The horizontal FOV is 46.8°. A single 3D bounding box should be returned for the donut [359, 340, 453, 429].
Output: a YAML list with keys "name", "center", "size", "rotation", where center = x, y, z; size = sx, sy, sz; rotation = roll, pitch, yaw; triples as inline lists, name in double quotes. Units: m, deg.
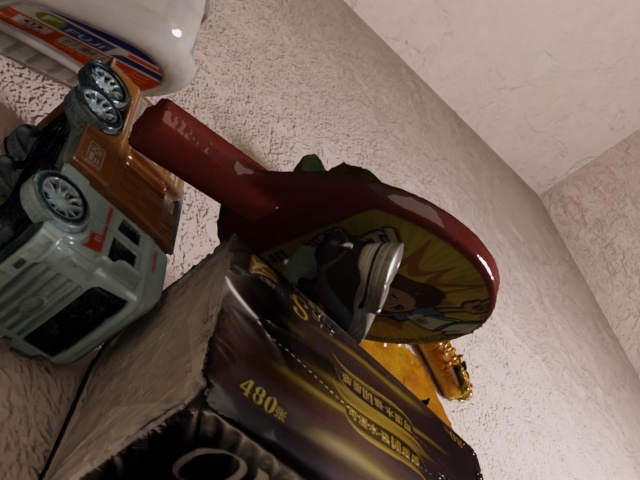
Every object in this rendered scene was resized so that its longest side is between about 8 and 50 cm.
- name: "donut"
  center: [0.066, 0.205, 0.900]
  size: [0.253, 0.118, 0.253]
  rotation: [43, 26, -27]

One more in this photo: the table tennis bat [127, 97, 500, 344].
- name: "table tennis bat"
  center: [0.000, 0.000, 0.721]
  size: [0.415, 0.268, 0.051]
  rotation: [35, 53, -31]

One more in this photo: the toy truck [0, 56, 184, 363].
- name: "toy truck"
  center: [-0.211, -0.029, 0.679]
  size: [0.162, 0.136, 0.305]
  rotation: [44, 24, -30]

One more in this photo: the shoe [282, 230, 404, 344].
- name: "shoe"
  center: [0.012, 0.036, 0.671]
  size: [0.100, 0.169, 0.071]
  rotation: [23, 64, 2]

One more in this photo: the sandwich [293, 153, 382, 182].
- name: "sandwich"
  center: [0.085, 0.007, 1.158]
  size: [0.301, 0.162, 0.250]
  rotation: [34, 34, -32]

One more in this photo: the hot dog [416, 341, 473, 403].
- name: "hot dog"
  center: [0.205, 0.188, 1.262]
  size: [0.072, 0.055, 0.188]
  rotation: [5, 54, -59]

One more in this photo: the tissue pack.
- name: "tissue pack"
  center: [-0.018, 0.207, 0.634]
  size: [0.370, 0.198, 0.210]
  rotation: [43, 20, -23]

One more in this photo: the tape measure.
- name: "tape measure"
  center: [-0.246, -0.249, 0.793]
  size: [0.258, 0.265, 0.130]
  rotation: [24, 73, -44]

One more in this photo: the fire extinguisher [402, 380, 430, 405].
- name: "fire extinguisher"
  center: [-0.024, 0.124, 0.759]
  size: [0.268, 0.089, 0.072]
  rotation: [29, 33, -2]
